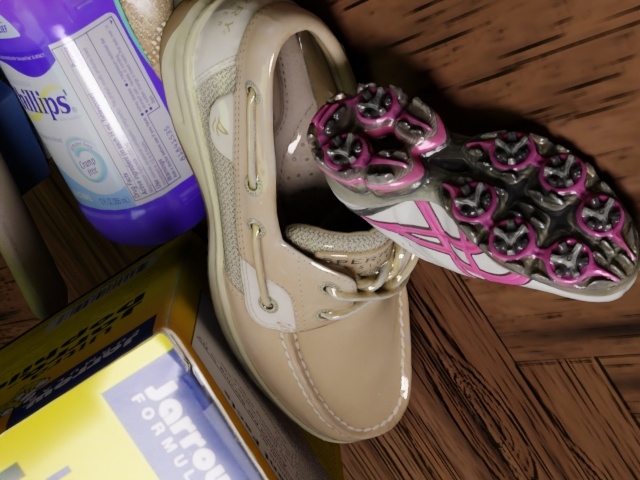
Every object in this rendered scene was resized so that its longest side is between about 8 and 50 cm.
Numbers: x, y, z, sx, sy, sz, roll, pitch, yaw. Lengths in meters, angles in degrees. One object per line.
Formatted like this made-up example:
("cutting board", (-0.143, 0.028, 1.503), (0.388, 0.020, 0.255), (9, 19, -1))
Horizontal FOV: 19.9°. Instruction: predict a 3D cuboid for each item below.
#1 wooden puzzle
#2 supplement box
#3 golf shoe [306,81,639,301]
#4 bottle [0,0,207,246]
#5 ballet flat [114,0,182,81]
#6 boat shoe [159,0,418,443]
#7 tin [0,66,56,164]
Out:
("wooden puzzle", (-0.299, -0.143, 1.300), (0.348, 0.080, 0.322), (43, 161, 34))
("supplement box", (-0.112, 0.144, 1.142), (0.194, 0.195, 0.356), (56, -176, -8))
("golf shoe", (0.081, -0.015, 0.896), (0.186, 0.067, 0.086), (29, 162, 34))
("bottle", (-0.156, -0.132, 1.131), (0.118, 0.092, 0.283), (13, 136, 57))
("ballet flat", (-0.057, -0.100, 1.050), (0.067, 0.073, 0.206), (-4, 128, 31))
("boat shoe", (0.000, 0.000, 1.019), (0.098, 0.109, 0.302), (25, 139, 49))
("tin", (-0.221, -0.135, 1.322), (0.106, 0.040, 0.189), (38, 153, 40))
